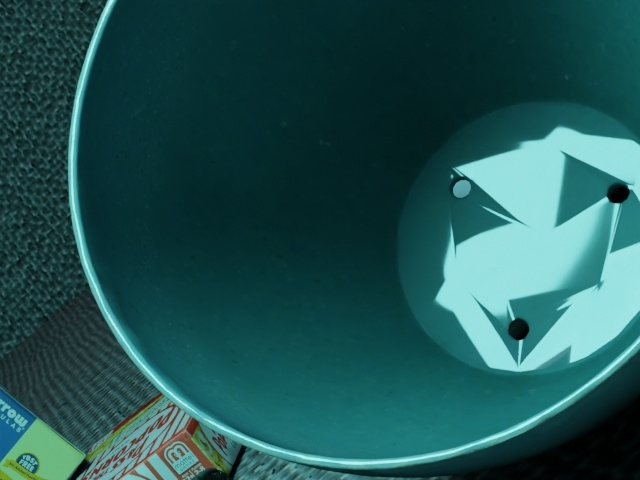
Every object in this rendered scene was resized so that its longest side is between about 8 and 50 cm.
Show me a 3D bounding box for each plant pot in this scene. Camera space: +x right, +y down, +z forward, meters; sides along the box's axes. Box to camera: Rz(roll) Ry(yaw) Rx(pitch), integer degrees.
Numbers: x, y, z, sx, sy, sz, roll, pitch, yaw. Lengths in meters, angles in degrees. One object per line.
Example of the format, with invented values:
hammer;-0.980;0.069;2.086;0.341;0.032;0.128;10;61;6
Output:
plant pot;0.065;-0.027;0.821;0.290;0.290;0.195;-38;-28;9

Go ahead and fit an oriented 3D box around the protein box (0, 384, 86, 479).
protein box;-0.291;0.192;1.386;0.200;0.136;0.201;-51;4;-12

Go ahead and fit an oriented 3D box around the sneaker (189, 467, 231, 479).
sneaker;-0.100;0.181;1.066;0.089;0.051;0.170;-34;5;35

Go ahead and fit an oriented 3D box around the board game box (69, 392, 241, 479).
board game box;-0.113;0.152;1.294;0.146;0.045;0.193;-38;8;15

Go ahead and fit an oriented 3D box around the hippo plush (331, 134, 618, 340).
hippo plush;0.050;-0.068;1.033;0.234;0.294;0.236;-60;3;34
